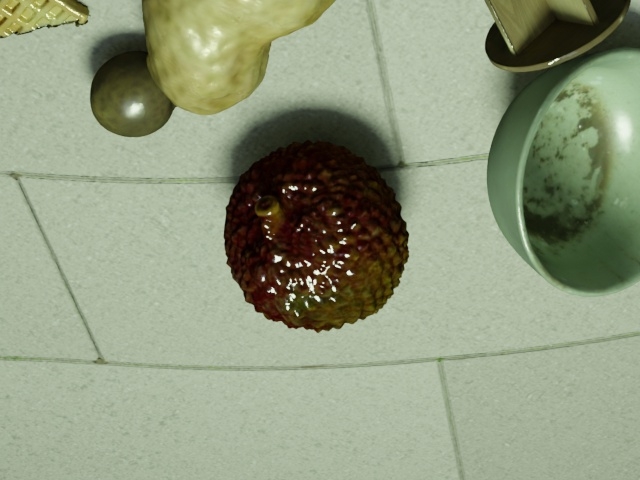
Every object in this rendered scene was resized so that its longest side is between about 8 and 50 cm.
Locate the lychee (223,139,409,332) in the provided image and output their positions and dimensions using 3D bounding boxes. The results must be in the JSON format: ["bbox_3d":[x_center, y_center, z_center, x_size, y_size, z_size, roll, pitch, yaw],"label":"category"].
[{"bbox_3d":[0.000,0.000,1.783,0.236,0.236,0.271,-27,147,28],"label":"lychee"}]

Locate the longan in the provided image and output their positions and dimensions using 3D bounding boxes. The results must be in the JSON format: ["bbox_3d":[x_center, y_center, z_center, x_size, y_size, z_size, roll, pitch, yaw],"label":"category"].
[{"bbox_3d":[-0.212,-0.173,1.699,0.119,0.106,0.106,-3,139,-15],"label":"longan"}]

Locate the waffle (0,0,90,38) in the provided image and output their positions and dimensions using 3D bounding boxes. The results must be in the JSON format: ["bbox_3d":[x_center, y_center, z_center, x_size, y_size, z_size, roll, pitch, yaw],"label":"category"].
[{"bbox_3d":[-0.351,-0.247,1.675,0.152,0.023,0.097,-34,125,31],"label":"waffle"}]

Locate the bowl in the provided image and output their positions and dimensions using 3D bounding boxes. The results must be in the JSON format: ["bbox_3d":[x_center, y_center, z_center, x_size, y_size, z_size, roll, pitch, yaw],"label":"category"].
[{"bbox_3d":[0.299,-0.089,1.694,0.289,0.146,0.289,-9,107,-30],"label":"bowl"}]

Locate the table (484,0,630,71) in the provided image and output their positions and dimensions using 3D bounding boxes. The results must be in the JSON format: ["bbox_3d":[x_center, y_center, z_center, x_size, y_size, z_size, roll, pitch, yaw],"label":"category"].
[{"bbox_3d":[0.204,-0.315,1.498,0.167,0.167,0.227,-19,124,22],"label":"table"}]

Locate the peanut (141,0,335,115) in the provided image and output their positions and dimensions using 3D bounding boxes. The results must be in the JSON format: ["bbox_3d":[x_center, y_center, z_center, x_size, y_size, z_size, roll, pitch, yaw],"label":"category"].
[{"bbox_3d":[-0.083,-0.281,1.526,0.192,0.170,0.387,18,138,-18],"label":"peanut"}]
